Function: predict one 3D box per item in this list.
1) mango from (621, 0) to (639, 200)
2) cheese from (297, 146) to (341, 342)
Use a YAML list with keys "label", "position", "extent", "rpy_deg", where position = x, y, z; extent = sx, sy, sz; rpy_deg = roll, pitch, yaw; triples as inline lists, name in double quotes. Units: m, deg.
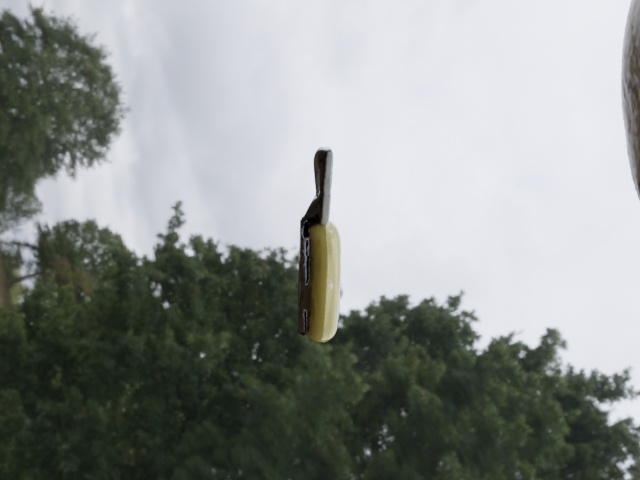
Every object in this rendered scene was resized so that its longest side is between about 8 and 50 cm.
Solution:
- label: "mango"
  position: [0.201, -0.069, 0.351]
  extent: [0.136, 0.099, 0.228]
  rpy_deg: [-129, -142, -82]
- label: "cheese"
  position: [-0.001, 0.000, 0.645]
  extent: [0.086, 0.036, 0.163]
  rpy_deg: [-103, -166, -74]
